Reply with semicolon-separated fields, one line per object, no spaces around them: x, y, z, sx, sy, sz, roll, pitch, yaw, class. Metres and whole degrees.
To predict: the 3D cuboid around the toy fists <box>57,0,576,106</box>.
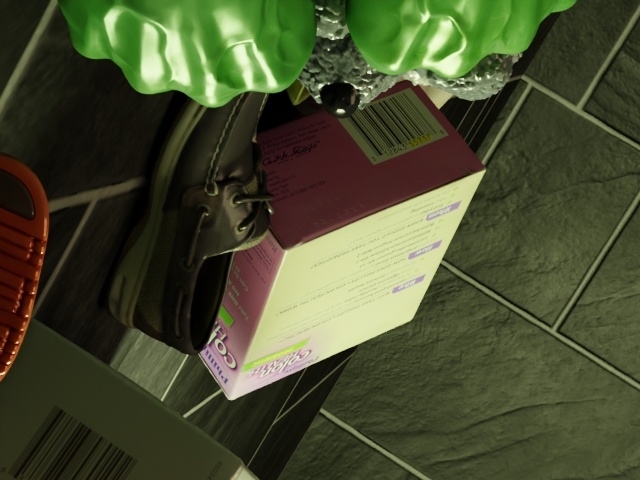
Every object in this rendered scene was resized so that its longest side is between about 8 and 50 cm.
0.004;-0.146;0.822;0.142;0.279;0.096;92;-14;-50;toy fists

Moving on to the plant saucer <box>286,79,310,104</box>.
0.032;-0.222;1.305;0.188;0.045;0.188;-45;164;-57;plant saucer

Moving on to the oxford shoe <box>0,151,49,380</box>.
-0.214;0.055;0.826;0.271;0.097;0.098;-56;-167;23;oxford shoe

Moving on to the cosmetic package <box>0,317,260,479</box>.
-0.158;0.192;1.225;0.155;0.197;0.365;-56;170;-10;cosmetic package

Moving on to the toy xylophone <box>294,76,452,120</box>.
0.047;-0.130;1.588;0.236;0.081;0.323;-45;174;3;toy xylophone

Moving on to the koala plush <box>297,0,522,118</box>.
0.024;-0.160;1.018;0.221;0.196;0.203;89;4;-74;koala plush

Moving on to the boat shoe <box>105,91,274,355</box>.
-0.079;-0.028;1.210;0.103;0.092;0.285;-46;166;-54;boat shoe

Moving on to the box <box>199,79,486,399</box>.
0.000;0.000;1.431;0.214;0.117;0.243;-23;153;-29;box
